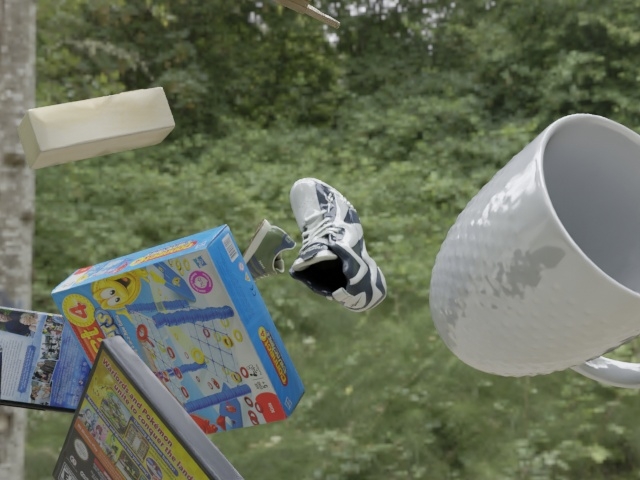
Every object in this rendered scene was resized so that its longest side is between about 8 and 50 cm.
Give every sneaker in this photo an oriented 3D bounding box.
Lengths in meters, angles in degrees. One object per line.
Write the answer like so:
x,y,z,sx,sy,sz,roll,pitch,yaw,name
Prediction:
-0.114,0.051,1.851,0.086,0.064,0.192,28,-57,-5,sneaker
0.000,0.000,1.427,0.094,0.235,0.153,-28,-16,21,sneaker

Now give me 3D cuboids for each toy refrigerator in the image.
-0.427,-0.219,1.815,0.269,0.094,0.102,-16,-7,-30,toy refrigerator

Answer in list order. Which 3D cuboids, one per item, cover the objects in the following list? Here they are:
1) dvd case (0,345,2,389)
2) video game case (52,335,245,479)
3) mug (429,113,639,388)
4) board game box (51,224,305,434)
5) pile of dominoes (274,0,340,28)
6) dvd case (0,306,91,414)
-0.375,0.207,0.826,0.179,0.238,0.029,3,5,-15,dvd case
-0.214,0.296,1.156,0.035,0.275,0.248,-12,-44,-48,video game case
0.340,0.066,1.274,0.374,0.276,0.328,37,-41,-5,mug
-0.224,0.161,1.507,0.302,0.308,0.086,-16,18,25,board game box
-0.104,-0.323,1.063,0.251,0.040,0.196,37,17,30,pile of dominoes
-0.544,0.216,1.742,0.253,0.180,0.022,9,-23,-6,dvd case
